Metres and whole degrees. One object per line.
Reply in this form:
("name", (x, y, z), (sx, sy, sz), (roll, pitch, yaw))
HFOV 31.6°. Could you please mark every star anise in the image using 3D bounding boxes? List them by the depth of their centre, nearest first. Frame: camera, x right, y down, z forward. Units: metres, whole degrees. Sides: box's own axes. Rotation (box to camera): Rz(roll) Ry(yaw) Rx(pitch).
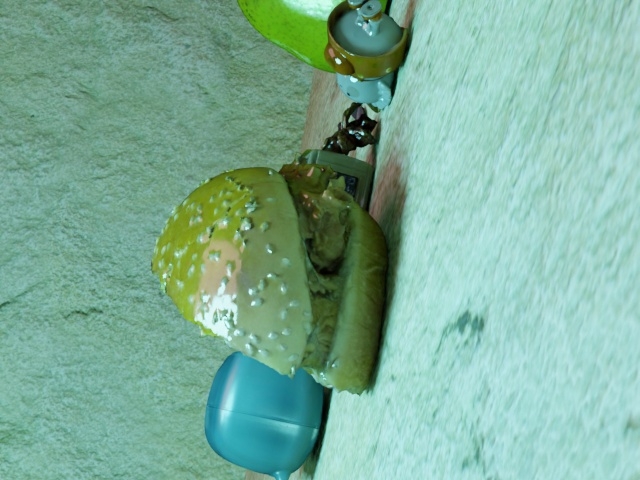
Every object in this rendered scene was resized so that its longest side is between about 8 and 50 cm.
("star anise", (0.062, -0.204, 1.998), (0.097, 0.070, 0.191), (-25, 19, 32))

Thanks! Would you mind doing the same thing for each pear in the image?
("pear", (-0.018, -0.494, 2.274), (0.342, 0.317, 0.239), (107, 177, -58))

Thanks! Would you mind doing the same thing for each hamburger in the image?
("hamburger", (-0.065, 0.012, 1.623), (0.287, 0.268, 0.445), (-65, 26, 5))

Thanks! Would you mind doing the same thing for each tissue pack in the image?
("tissue pack", (-0.102, 0.306, 1.968), (0.287, 0.198, 0.206), (138, 145, -77))

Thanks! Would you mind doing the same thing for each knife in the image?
("knife", (0.080, -0.253, 2.273), (0.247, 0.018, 0.035), (-107, 32, -73))

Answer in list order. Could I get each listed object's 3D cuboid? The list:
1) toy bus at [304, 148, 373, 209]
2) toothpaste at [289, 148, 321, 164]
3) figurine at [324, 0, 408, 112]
("toy bus", (0.000, 0.000, 1.925), (0.157, 0.139, 0.290), (134, 151, -72))
("toothpaste", (-0.048, -0.069, 2.144), (0.327, 0.077, 0.110), (-46, -43, -56))
("figurine", (0.081, -0.307, 1.870), (0.271, 0.143, 0.143), (53, -137, -63))
